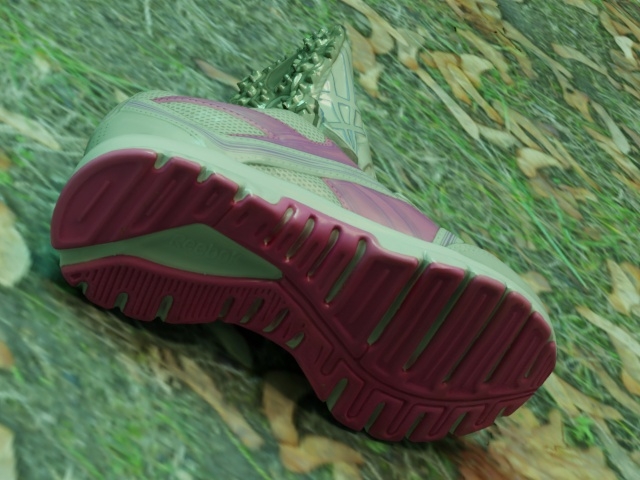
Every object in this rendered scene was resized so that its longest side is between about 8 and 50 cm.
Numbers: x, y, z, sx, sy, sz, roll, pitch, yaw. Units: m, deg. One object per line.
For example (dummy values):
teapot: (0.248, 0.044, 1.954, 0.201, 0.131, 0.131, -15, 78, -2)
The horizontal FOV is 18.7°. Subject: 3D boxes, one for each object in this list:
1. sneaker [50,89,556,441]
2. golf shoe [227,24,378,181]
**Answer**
sneaker: (0.000, 0.000, 0.873, 0.252, 0.103, 0.111, 29, 28, -24)
golf shoe: (-0.004, -0.051, 1.026, 0.086, 0.069, 0.176, 54, 23, -20)
